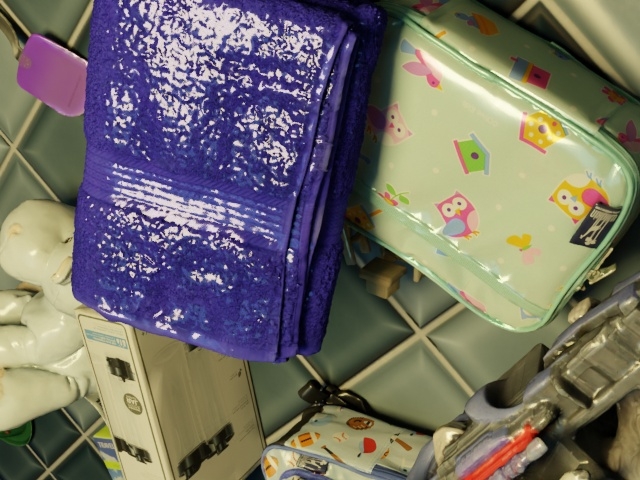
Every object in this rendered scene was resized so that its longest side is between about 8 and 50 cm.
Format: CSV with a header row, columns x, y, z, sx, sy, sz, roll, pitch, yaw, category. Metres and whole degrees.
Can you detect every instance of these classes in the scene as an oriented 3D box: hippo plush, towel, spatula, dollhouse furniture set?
x,y,z,sx,sy,sz,roll,pitch,yaw,category
-0.318,0.089,1.104,0.294,0.234,0.236,34,131,17,hippo plush
-0.084,-0.056,0.728,0.227,0.076,0.308,13,114,4,towel
-0.380,-0.254,1.090,0.296,0.030,0.084,41,127,11,spatula
0.000,0.000,0.849,0.161,0.182,0.101,18,124,29,dollhouse furniture set

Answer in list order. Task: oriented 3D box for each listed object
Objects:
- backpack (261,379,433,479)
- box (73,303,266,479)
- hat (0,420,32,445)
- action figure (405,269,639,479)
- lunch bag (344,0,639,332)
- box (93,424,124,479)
x,y,z,sx,sy,sz,roll,pitch,yaw,category
0.069,0.318,0.978,0.263,0.213,0.277,4,115,23,backpack
-0.166,0.175,1.086,0.087,0.169,0.290,7,120,34,box
-0.578,0.282,1.445,0.173,0.183,0.208,8,119,34,hat
0.221,0.121,0.652,0.178,0.330,0.341,44,133,7,action figure
0.127,-0.060,0.770,0.279,0.108,0.224,37,131,14,lunch bag
-0.254,0.329,1.327,0.109,0.042,0.178,-6,112,38,box
